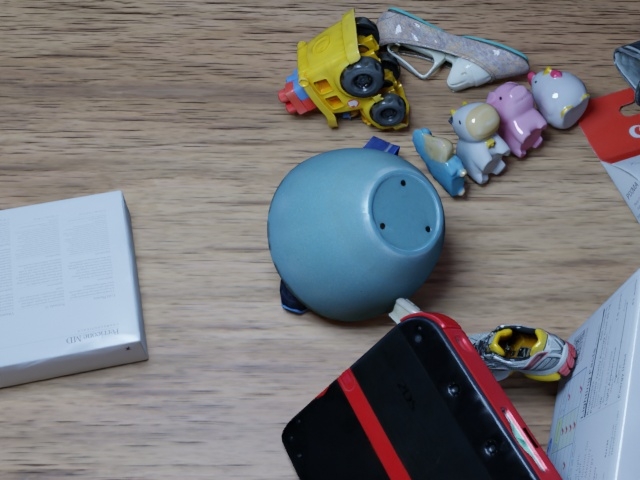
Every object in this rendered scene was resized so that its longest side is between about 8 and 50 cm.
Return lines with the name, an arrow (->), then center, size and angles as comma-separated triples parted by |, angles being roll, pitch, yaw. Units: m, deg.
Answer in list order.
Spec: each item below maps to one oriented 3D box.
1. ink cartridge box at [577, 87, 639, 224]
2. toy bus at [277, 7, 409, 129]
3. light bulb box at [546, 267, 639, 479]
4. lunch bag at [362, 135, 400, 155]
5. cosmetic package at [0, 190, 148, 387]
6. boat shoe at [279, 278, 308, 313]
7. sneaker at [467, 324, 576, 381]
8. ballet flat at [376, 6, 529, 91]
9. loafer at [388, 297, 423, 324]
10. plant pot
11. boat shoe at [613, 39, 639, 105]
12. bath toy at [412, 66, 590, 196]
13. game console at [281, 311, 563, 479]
ink cartridge box -> 0.691, -0.162, 1.564 | 0.308, 0.091, 0.385 | -17, 65, -10
toy bus -> 0.038, -0.284, 1.581 | 0.211, 0.220, 0.149 | -23, 47, 21
light bulb box -> 0.462, 0.272, 1.153 | 0.225, 0.361, 0.358 | 15, 69, 6
lunch bag -> 0.107, -0.141, 1.545 | 0.065, 0.067, 0.098 | 25, 40, 12
cosmetic package -> -0.492, 0.088, 1.400 | 0.377, 0.097, 0.284 | -10, 61, -6
boat shoe -> 0.000, 0.000, 1.461 | 0.109, 0.089, 0.258 | 9, 62, 4
sneaker -> 0.281, 0.167, 1.329 | 0.093, 0.225, 0.088 | 37, 57, -33
ballet flat -> 0.247, -0.355, 1.666 | 0.316, 0.107, 0.106 | 23, 84, 17
loafer -> 0.173, 0.215, 1.312 | 0.092, 0.102, 0.268 | -30, 88, 0
plant pot -> 0.085, -0.024, 1.351 | 0.290, 0.195, 0.290 | 5, 78, -26
boat shoe -> 0.643, -0.273, 1.578 | 0.119, 0.121, 0.335 | -13, 35, 3
bath toy -> 0.339, -0.225, 1.560 | 0.348, 0.151, 0.129 | -30, 61, -20
game console -> 0.133, 0.327, 1.184 | 0.342, 0.060, 0.386 | -46, 52, 21
